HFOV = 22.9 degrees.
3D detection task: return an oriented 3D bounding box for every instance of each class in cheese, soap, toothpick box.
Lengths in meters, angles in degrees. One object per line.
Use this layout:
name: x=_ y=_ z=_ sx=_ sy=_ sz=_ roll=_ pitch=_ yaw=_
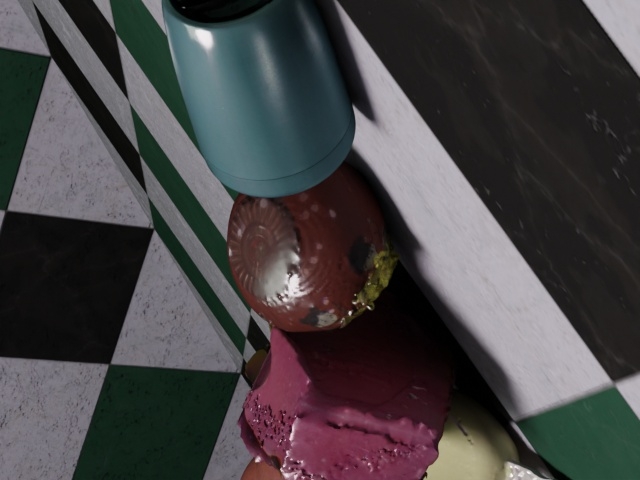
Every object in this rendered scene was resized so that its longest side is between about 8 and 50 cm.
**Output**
cheese: x=0.154 y=0.212 z=1.416 sx=0.251 sy=0.054 sz=0.127 roll=14 pitch=99 yaw=59
soap: x=0.026 y=0.132 z=1.425 sx=0.182 sy=0.112 sz=0.289 roll=20 pitch=-162 yaw=2
toothpick box: x=-0.048 y=-0.128 z=1.141 sx=0.120 sy=0.120 sz=0.184 roll=49 pitch=166 yaw=37

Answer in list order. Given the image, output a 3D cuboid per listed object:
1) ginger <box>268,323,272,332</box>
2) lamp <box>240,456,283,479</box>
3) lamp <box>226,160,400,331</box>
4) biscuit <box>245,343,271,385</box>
ginger: x=0.002 y=0.094 z=1.686 sx=0.263 sy=0.109 sz=0.116 roll=47 pitch=171 yaw=47
lamp: x=0.051 y=0.330 z=1.847 sx=0.305 sy=0.239 sz=0.305 roll=12 pitch=118 yaw=24
lamp: x=-0.003 y=0.002 z=1.350 sx=0.156 sy=0.135 sz=0.157 roll=-20 pitch=81 yaw=45
biscuit: x=-0.004 y=0.148 z=1.793 sx=0.188 sy=0.056 sz=0.052 roll=7 pitch=-143 yaw=-49
